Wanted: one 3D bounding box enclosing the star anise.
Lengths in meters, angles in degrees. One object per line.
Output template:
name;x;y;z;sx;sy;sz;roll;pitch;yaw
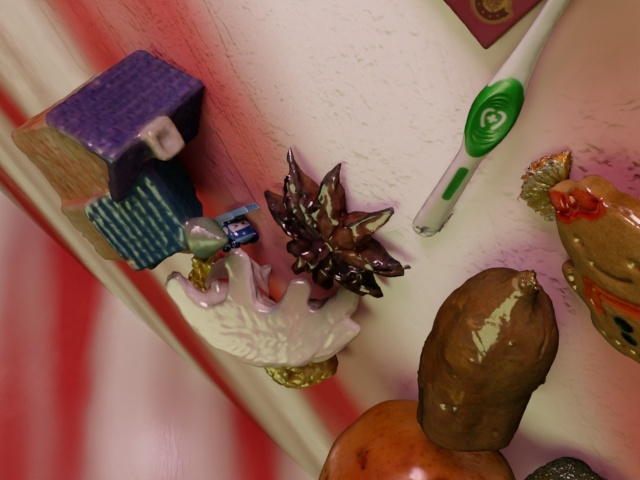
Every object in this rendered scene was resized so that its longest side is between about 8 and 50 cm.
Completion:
star anise;0.000;0.000;0.708;0.271;0.102;0.272;29;144;23

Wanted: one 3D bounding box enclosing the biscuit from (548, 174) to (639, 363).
biscuit;0.272;0.043;0.425;0.226;0.036;0.166;57;177;-30

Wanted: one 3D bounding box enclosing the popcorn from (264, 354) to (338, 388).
popcorn;-0.044;0.232;1.030;0.180;0.180;0.170;49;179;-9

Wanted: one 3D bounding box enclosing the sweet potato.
sweet potato;0.204;0.145;0.602;0.157;0.158;0.370;26;136;29

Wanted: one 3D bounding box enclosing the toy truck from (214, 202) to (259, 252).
toy truck;-0.150;-0.023;0.912;0.136;0.063;0.074;-10;101;52

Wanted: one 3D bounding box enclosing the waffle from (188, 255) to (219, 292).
waffle;-0.214;0.150;1.206;0.283;0.065;0.310;-14;114;54

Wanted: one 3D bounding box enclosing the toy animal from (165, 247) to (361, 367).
toy animal;-0.081;0.115;0.917;0.266;0.307;0.188;64;-172;1

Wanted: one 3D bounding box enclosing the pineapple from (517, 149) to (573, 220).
pineapple;0.213;-0.051;0.461;0.045;0.019;0.083;18;145;33

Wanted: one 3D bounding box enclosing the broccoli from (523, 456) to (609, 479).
broccoli;0.383;0.402;0.733;0.145;0.138;0.162;-3;167;40

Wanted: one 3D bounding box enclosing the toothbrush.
toothbrush;0.152;-0.108;0.436;0.042;0.040;0.418;19;154;3

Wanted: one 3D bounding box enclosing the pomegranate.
pomegranate;0.193;0.484;0.854;0.410;0.410;0.410;31;148;22

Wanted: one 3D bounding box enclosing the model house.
model house;-0.278;-0.117;0.783;0.280;0.245;0.312;0;130;41

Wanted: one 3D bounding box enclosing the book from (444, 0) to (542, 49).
book;0.134;-0.251;0.299;0.162;0.022;0.232;46;151;-6
